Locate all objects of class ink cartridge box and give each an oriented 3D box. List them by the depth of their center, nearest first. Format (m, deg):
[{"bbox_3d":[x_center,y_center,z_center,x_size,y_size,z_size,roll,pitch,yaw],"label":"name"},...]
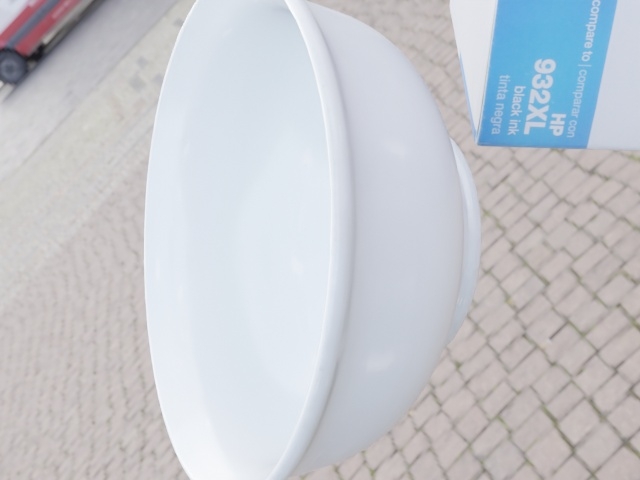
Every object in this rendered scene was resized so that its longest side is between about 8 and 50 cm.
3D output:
[{"bbox_3d":[0.250,-0.163,0.705,0.307,0.129,0.223,2,35,0],"label":"ink cartridge box"}]

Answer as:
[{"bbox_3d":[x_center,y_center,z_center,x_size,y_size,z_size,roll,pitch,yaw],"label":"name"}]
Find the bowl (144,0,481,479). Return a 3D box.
[{"bbox_3d":[0.000,0.000,0.618,0.298,0.134,0.298,-178,90,-65],"label":"bowl"}]
